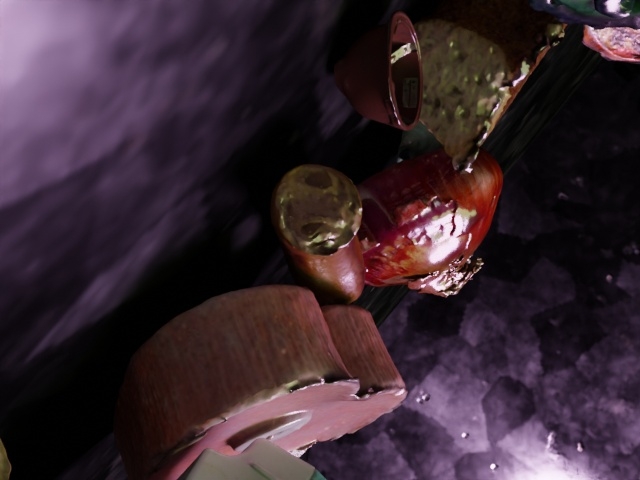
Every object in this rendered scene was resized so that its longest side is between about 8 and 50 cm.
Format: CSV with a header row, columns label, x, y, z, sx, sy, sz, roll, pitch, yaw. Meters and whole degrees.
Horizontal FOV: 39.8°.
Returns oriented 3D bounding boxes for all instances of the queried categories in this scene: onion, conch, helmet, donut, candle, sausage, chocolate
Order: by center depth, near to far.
label,x,y,z,sx,sy,sz,roll,pitch,yaw
helmet,0.041,-0.131,0.688,0.111,0.057,0.089,22,72,-69
donut,0.151,-0.178,0.802,0.187,0.126,0.144,-52,177,27
sausage,-0.001,-0.004,0.822,0.076,0.103,0.302,-18,166,-1
candle,-0.078,0.149,0.858,0.287,0.131,0.317,-34,156,18
onion,0.111,-0.008,1.020,0.229,0.163,0.230,-22,179,-1
conch,0.135,-0.122,1.049,0.180,0.065,0.088,-23,142,-51
chocolate,0.580,-0.434,1.619,0.221,0.221,0.147,-57,-173,31

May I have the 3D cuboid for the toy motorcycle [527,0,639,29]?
label,x,y,z,sx,sy,sz,roll,pitch,yaw
toy motorcycle,0.131,-0.221,0.326,0.410,0.236,0.169,112,-22,-64

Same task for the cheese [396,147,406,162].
label,x,y,z,sx,sy,sz,roll,pitch,yaw
cheese,0.141,-0.147,1.120,0.120,0.026,0.067,-44,166,-9

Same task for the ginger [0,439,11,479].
label,x,y,z,sx,sy,sz,roll,pitch,yaw
ginger,-0.245,0.202,0.504,0.116,0.109,0.263,-4,139,-38

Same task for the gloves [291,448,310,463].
label,x,y,z,sx,sy,sz,roll,pitch,yaw
gloves,-0.132,0.338,1.315,0.301,0.152,0.197,5,103,-70

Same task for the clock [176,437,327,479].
label,x,y,z,sx,sy,sz,roll,pitch,yaw
clock,-0.132,0.302,0.740,0.262,0.116,0.231,-55,-173,-38
